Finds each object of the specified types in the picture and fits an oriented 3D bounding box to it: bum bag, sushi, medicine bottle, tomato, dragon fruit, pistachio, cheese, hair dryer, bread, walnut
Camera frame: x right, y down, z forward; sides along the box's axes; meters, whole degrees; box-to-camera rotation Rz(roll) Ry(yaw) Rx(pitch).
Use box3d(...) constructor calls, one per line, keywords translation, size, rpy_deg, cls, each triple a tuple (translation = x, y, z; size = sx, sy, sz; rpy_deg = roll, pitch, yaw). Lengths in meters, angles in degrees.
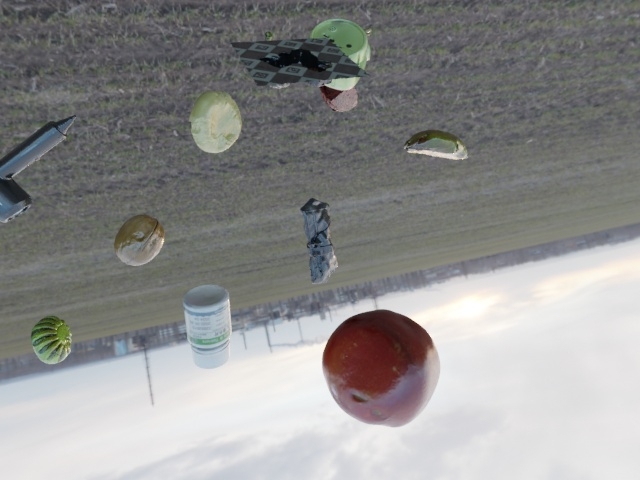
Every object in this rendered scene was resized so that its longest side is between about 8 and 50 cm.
box3d(translation=(0.000, 0.000, 1.414), size=(0.074, 0.309, 0.137), rpy_deg=(10, -154, 39), cls="bum bag")
box3d(translation=(-0.049, -0.345, 0.821), size=(0.220, 0.231, 0.047), rpy_deg=(-12, 136, -18), cls="sushi")
box3d(translation=(-0.342, 0.266, 1.241), size=(0.139, 0.236, 0.139), rpy_deg=(2, -157, -1), cls="medicine bottle")
box3d(translation=(0.180, 0.361, 1.178), size=(0.293, 0.325, 0.289), rpy_deg=(7, 116, -49), cls="tomato")
box3d(translation=(0.053, -0.541, 1.528), size=(0.121, 0.161, 0.127), rpy_deg=(21, 149, 30), cls="dragon fruit")
box3d(translation=(0.249, -0.201, 0.842), size=(0.173, 0.049, 0.090), rpy_deg=(0, -171, -34), cls="pistachio")
box3d(translation=(-0.403, -0.457, 1.553), size=(0.117, 0.226, 0.214), rpy_deg=(13, 141, 23), cls="cheese")
box3d(translation=(-0.796, -0.217, 1.108), size=(0.352, 0.189, 0.107), rpy_deg=(-36, -159, -1), cls="hair dryer")
box3d(translation=(-0.785, 0.288, 1.194), size=(0.071, 0.130, 0.139), rpy_deg=(-23, -151, -3), cls="bread")
box3d(translation=(-0.704, -0.002, 1.584), size=(0.167, 0.207, 0.167), rpy_deg=(26, 163, 9), cls="walnut")

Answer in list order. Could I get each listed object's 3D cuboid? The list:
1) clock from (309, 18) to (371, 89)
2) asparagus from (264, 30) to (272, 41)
box3d(translation=(0.063, -0.682, 1.429), size=(0.235, 0.308, 0.096), rpy_deg=(25, 156, 11), cls="clock")
box3d(translation=(-0.208, -0.738, 1.568), size=(0.036, 0.030, 0.165), rpy_deg=(34, 161, -5), cls="asparagus")
